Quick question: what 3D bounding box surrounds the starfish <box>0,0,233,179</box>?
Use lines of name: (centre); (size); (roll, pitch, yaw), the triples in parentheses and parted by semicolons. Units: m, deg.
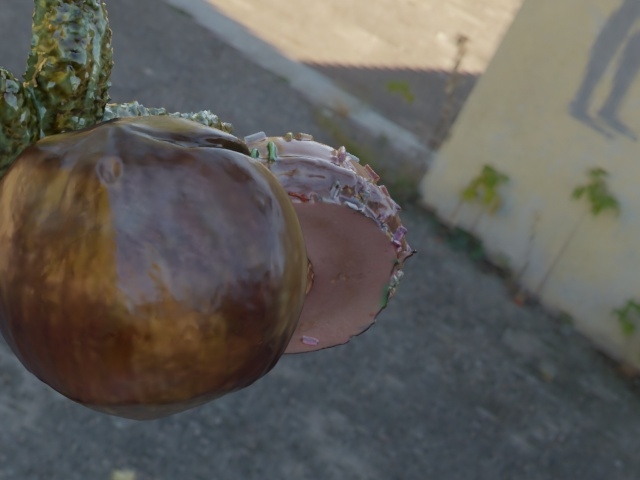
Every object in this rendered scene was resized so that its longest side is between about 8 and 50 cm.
starfish: (-0.155, -0.059, 0.886); (0.357, 0.347, 0.078); (-16, 42, -44)

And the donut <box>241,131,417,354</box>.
donut: (0.000, 0.000, 0.964); (0.117, 0.166, 0.065); (-4, 45, -5)

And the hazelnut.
hazelnut: (-0.083, 0.009, 0.723); (0.154, 0.143, 0.143); (8, 11, 24)
